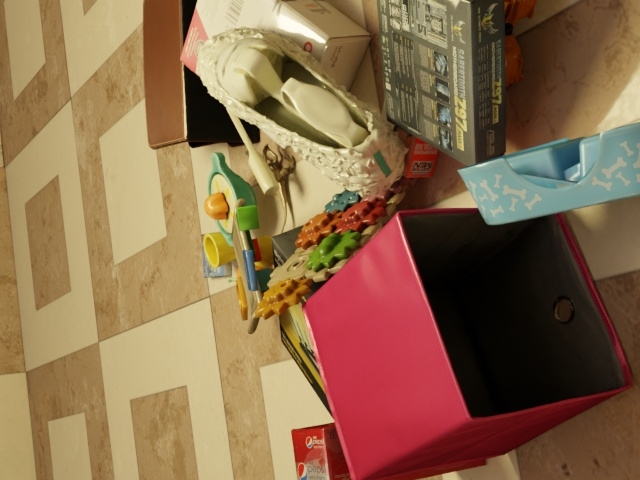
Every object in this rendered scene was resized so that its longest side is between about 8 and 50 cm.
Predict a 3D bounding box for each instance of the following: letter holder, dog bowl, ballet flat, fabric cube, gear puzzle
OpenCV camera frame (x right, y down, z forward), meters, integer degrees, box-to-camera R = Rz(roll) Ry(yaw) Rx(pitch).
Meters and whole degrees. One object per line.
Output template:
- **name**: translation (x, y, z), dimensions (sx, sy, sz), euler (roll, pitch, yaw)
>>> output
- **letter holder**: translation (-0.236, -0.329, 1.949), dimensions (0.214, 0.152, 0.302), euler (-1, 91, 59)
- **dog bowl**: translation (0.294, -0.080, 1.107), dimensions (0.297, 0.166, 0.074), euler (-12, 95, 40)
- **ballet flat**: translation (-0.041, -0.216, 1.473), dimensions (0.409, 0.147, 0.147), euler (36, 124, 26)
- **fabric cube**: translation (0.169, 0.128, 1.253), dimensions (0.258, 0.259, 0.254), euler (-48, 54, 50)
- **gear puzzle**: translation (0.000, 0.000, 1.447), dimensions (0.175, 0.339, 0.044), euler (-16, 115, 44)

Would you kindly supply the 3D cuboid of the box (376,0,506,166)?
- **box**: translation (0.151, -0.227, 1.285), dimensions (0.183, 0.059, 0.233), euler (37, 146, 45)

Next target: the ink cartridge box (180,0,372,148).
- **ink cartridge box**: translation (-0.079, -0.312, 1.662), dimensions (0.283, 0.117, 0.207), euler (42, 126, 26)

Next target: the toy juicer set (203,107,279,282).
- **toy juicer set**: translation (-0.150, -0.047, 1.830), dimensions (0.209, 0.089, 0.329), euler (48, 143, 41)

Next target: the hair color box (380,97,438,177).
- **hair color box**: translation (0.135, -0.184, 1.469), dimensions (0.093, 0.053, 0.167), euler (37, 124, 49)

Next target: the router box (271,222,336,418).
- **router box**: translation (0.031, 0.158, 1.555), dimensions (0.309, 0.081, 0.243), euler (51, 154, 43)

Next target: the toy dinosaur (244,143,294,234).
- **toy dinosaur**: translation (-0.077, -0.109, 1.821), dimensions (0.183, 0.053, 0.093), euler (63, 153, 27)

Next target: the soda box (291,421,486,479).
- **soda box**: translation (0.095, 0.278, 1.367), dimensions (0.083, 0.263, 0.092), euler (-18, 77, 55)

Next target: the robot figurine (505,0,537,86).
- **robot figurine**: translation (0.161, -0.335, 1.330), dimensions (0.291, 0.085, 0.211), euler (48, 153, 32)

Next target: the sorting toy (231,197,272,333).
- **sorting toy**: translation (-0.111, 0.045, 1.686), dimensions (0.348, 0.047, 0.196), euler (115, 145, -74)

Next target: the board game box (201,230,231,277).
- **board game box**: translation (-0.210, 0.028, 2.046), dimensions (0.090, 0.020, 0.090), euler (-9, 84, 56)
